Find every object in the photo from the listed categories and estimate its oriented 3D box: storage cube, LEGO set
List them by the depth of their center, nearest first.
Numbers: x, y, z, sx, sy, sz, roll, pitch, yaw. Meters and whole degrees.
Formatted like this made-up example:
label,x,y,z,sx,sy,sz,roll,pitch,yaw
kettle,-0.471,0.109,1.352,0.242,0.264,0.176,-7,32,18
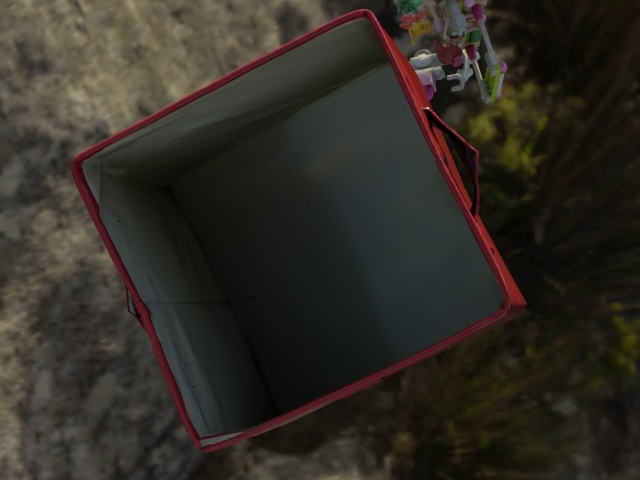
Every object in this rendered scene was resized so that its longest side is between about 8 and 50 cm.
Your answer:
label,x,y,z,sx,sy,sz,roll,pitch,yaw
storage cube,0.000,0.000,0.898,0.183,0.215,0.193,65,8,7
LEGO set,0.115,-0.206,1.508,0.287,0.132,0.107,35,38,-63
